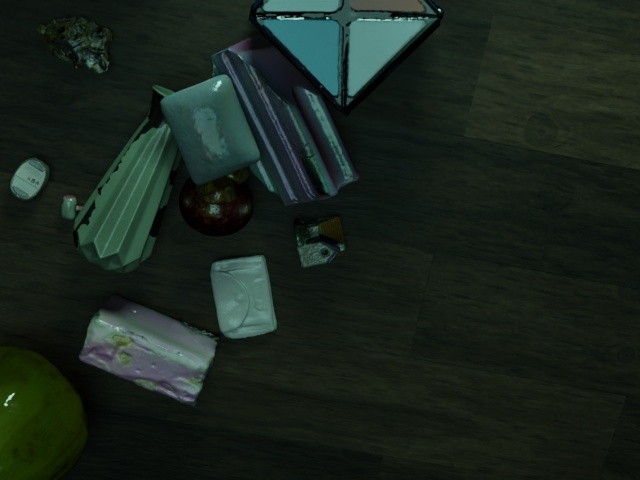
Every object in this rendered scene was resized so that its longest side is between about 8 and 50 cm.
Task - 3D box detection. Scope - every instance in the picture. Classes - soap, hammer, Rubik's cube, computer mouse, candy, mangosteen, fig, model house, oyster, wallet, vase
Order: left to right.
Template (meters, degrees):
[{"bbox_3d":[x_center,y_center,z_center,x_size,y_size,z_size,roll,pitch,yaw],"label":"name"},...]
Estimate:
[{"bbox_3d":[-0.655,0.397,1.686,0.344,0.343,0.343,0,107,-1],"label":"fig"},{"bbox_3d":[-0.588,-0.122,1.680,0.066,0.039,0.096,34,96,-11],"label":"computer mouse"},{"bbox_3d":[-0.476,-0.381,1.595,0.148,0.051,0.103,12,100,6],"label":"oyster"},{"bbox_3d":[-0.489,-0.065,1.705,0.083,0.031,0.052,6,111,-9],"label":"hammer"},{"bbox_3d":[-0.354,-0.119,1.632,0.165,0.165,0.360,26,101,-8],"label":"vase"},{"bbox_3d":[-0.353,0.226,1.731,0.265,0.155,0.115,25,108,-8],"label":"candy"},{"bbox_3d":[-0.201,-0.202,1.528,0.138,0.071,0.174,-22,103,0],"label":"candy"},{"bbox_3d":[-0.209,-0.098,1.629,0.146,0.156,0.181,-16,125,-13],"label":"mangosteen"},{"bbox_3d":[-0.164,0.122,1.766,0.124,0.032,0.182,-8,106,-1],"label":"wallet"},{"bbox_3d":[-0.079,-0.228,1.575,0.193,0.109,0.323,-9,114,48],"label":"soap"},{"bbox_3d":[0.000,0.000,1.693,0.100,0.100,0.087,-9,105,1],"label":"model house"},{"bbox_3d":[0.040,-0.410,1.491,0.250,0.248,0.246,43,103,-14],"label":"Rubik's cube"}]
